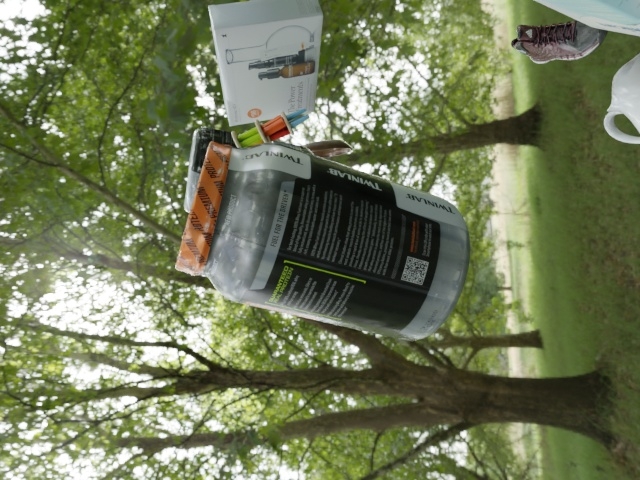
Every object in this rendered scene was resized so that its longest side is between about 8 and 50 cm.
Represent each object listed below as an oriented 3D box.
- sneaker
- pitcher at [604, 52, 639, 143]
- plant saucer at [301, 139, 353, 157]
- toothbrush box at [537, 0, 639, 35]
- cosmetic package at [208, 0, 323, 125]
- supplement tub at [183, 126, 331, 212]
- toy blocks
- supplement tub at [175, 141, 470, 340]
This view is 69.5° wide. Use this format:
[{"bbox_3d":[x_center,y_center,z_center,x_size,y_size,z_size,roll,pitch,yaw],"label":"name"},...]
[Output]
[{"bbox_3d":[0.663,-0.584,1.335,0.281,0.162,0.106,-158,77,-72],"label":"sneaker"},{"bbox_3d":[0.590,-0.196,0.780,0.207,0.125,0.178,49,176,29],"label":"pitcher"},{"bbox_3d":[0.007,-0.300,1.518,0.198,0.198,0.036,-16,-81,-68],"label":"plant saucer"},{"bbox_3d":[0.301,-0.359,0.554,0.216,0.295,0.126,-90,21,-61],"label":"toothbrush box"},{"bbox_3d":[-0.151,-0.505,1.333,0.377,0.284,0.097,99,159,-65],"label":"cosmetic package"},{"bbox_3d":[-0.148,-0.144,1.122,0.207,0.338,0.207,-172,90,-73],"label":"supplement tub"},{"bbox_3d":[-0.092,-0.222,0.913,0.054,0.148,0.123,63,-175,-8],"label":"toy blocks"},{"bbox_3d":[0.000,0.000,0.564,0.193,0.316,0.194,-164,90,-73],"label":"supplement tub"}]
